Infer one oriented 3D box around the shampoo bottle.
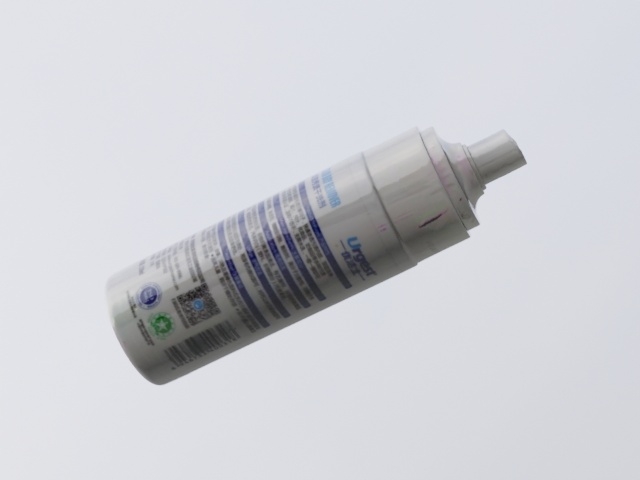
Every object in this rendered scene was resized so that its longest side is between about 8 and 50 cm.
[{"bbox_3d":[0.000,0.000,0.849,0.303,0.092,0.092,-27,-26,9],"label":"shampoo bottle"}]
